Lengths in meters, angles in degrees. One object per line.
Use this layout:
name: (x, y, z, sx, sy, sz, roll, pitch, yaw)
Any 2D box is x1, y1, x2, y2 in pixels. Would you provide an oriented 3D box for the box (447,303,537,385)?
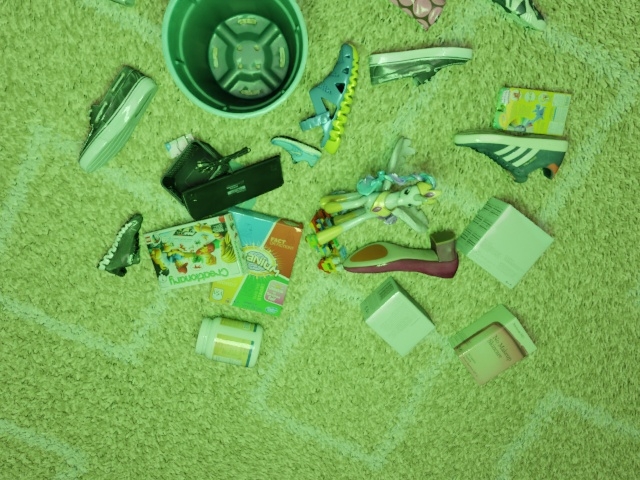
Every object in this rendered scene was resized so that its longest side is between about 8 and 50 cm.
box: (0.584, 0.355, 1.680, 0.232, 0.127, 0.149, -37, 103, 7)

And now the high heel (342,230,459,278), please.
high heel: (0.266, 0.093, 1.598, 0.376, 0.127, 0.182, -10, 124, 3)

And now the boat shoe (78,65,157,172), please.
boat shoe: (-0.619, -0.358, 1.450, 0.119, 0.121, 0.335, 36, 90, -3)

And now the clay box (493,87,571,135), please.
clay box: (0.644, -0.398, 1.518, 0.221, 0.053, 0.128, 6, 105, -3)

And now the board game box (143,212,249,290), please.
board game box: (-0.390, 0.038, 1.532, 0.305, 0.053, 0.193, -12, 100, 20)

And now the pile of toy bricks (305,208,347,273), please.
pile of toy bricks: (0.000, 0.000, 1.583, 0.105, 0.118, 0.212, -8, 125, 28)

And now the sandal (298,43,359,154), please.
sandal: (0.027, -0.422, 1.451, 0.138, 0.126, 0.318, 16, 102, -3)

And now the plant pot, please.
plant pot: (-0.204, -0.501, 1.305, 0.340, 0.334, 0.342, 0, 105, -2)

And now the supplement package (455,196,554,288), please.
supplement package: (0.579, 0.005, 1.573, 0.194, 0.149, 0.203, 35, 101, -11)

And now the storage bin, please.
storage bin: (-0.379, -0.202, 1.493, 0.122, 0.084, 0.180, 43, 99, 3)

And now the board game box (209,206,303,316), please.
board game box: (-0.209, 0.070, 1.586, 0.242, 0.064, 0.317, 14, 109, -6)

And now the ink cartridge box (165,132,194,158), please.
ink cartridge box: (-0.427, -0.291, 1.509, 0.083, 0.028, 0.048, -24, 105, 4)

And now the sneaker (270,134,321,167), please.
sneaker: (-0.080, -0.272, 1.514, 0.162, 0.063, 0.073, 21, 106, -8)

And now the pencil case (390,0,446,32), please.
pencil case: (0.254, -0.695, 1.403, 0.209, 0.095, 0.098, 32, 117, -8)

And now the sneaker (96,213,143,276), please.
sneaker: (-0.608, 0.022, 1.564, 0.106, 0.078, 0.234, 34, 105, -14)

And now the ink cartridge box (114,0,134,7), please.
ink cartridge box: (-0.618, -0.876, 1.311, 0.307, 0.091, 0.385, 18, 105, -7)

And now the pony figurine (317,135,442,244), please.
pony figurine: (0.187, -0.121, 1.454, 0.363, 0.351, 0.303, -16, 102, 21)

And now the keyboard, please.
keyboard: (-0.261, -0.187, 1.458, 0.317, 0.033, 0.202, -24, 141, -18)

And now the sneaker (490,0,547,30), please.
sneaker: (0.586, -0.723, 1.405, 0.234, 0.094, 0.153, 35, 110, -1)

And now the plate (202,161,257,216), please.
plate: (-0.293, -0.157, 1.554, 0.188, 0.024, 0.188, 0, 106, -2)

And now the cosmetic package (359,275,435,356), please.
cosmetic package: (0.251, 0.248, 1.623, 0.151, 0.151, 0.183, -44, 101, 9)

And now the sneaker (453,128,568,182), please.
sneaker: (0.578, -0.255, 1.517, 0.349, 0.131, 0.148, 6, 111, 0)

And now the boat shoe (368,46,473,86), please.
boat shoe: (0.294, -0.506, 1.446, 0.300, 0.108, 0.102, -5, 105, 1)

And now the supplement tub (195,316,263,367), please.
supplement tub: (-0.299, 0.332, 1.624, 0.199, 0.144, 0.145, 13, 104, -6)
